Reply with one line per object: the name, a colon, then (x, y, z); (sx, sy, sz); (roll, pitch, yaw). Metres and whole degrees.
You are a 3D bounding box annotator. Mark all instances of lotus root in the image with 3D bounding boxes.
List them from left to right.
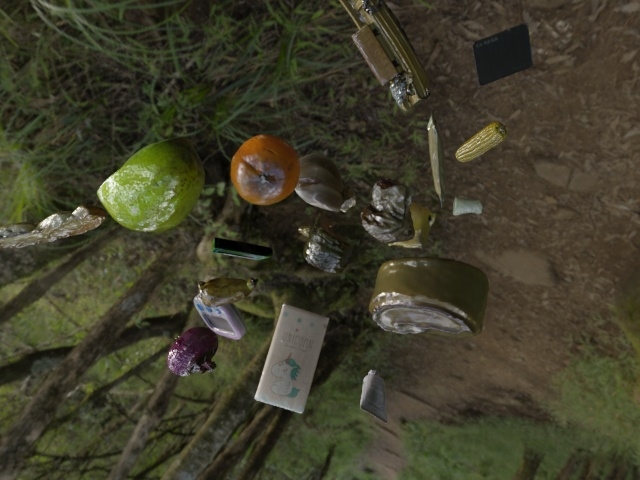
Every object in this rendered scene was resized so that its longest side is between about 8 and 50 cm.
lotus root: (-0.290, 0.161, 1.716); (0.108, 0.190, 0.095); (-110, 16, -67)

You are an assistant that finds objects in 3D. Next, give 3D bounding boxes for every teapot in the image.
teapot: (0.436, -0.103, 1.596); (0.083, 0.067, 0.057); (5, 133, 11)

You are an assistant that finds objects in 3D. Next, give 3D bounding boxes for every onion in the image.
onion: (-0.259, 0.234, 1.115); (0.104, 0.115, 0.115); (42, 165, 7)

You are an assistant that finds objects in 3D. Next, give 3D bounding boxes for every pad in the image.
pad: (0.458, -0.465, 1.351); (0.003, 0.157, 0.112); (-125, 14, -64)

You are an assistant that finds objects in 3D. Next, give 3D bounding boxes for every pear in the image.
pear: (-0.495, -0.190, 1.753); (0.318, 0.342, 0.239); (-35, 89, 42)

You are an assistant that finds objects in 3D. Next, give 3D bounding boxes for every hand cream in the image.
hand cream: (0.133, 0.386, 1.355); (0.084, 0.053, 0.142); (33, -149, -15)

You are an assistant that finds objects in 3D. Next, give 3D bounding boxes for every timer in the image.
timer: (-0.365, 0.271, 1.974); (0.208, 0.069, 0.191); (4, 129, 43)

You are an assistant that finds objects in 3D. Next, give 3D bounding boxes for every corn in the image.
corn: (0.576, -0.349, 1.938); (0.080, 0.080, 0.231); (39, 151, -7)

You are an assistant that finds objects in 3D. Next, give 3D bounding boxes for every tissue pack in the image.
tissue pack: (-0.093, 0.393, 1.806); (0.170, 0.326, 0.071); (17, 163, -3)

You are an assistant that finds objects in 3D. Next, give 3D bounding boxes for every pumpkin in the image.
pumpkin: (-0.005, -0.003, 1.842); (0.126, 0.131, 0.248); (7, -156, -38)

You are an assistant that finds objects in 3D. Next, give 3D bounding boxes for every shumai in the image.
shumai: (0.240, -0.091, 1.685); (0.218, 0.185, 0.184); (20, -151, -45)

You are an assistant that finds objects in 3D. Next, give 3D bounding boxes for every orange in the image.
orange: (-0.172, -0.218, 1.685); (0.224, 0.224, 0.170); (43, -168, -20)

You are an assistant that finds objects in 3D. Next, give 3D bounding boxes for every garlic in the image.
garlic: (0.001, -0.257, 2.304); (0.325, 0.132, 0.279); (29, -147, -28)

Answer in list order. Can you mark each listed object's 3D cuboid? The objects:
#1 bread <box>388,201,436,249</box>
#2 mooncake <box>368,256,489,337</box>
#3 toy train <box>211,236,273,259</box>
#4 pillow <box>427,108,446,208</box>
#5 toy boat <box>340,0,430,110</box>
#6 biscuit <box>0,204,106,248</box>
bread: (0.340, -0.057, 2.084); (0.170, 0.197, 0.197); (18, 159, 19)
mooncake: (0.380, 0.216, 1.940); (0.393, 0.246, 0.394); (20, 156, -14)
toy train: (-0.269, 0.035, 1.867); (0.209, 0.044, 0.042); (12, 146, -22)
pillow: (0.273, -0.190, 1.257); (0.033, 0.130, 0.218); (-5, 118, 15)
toy boat: (0.190, -0.620, 1.729); (0.446, 0.162, 0.136); (59, 156, -3)
biscuit: (-0.641, -0.031, 1.289); (0.154, 0.299, 0.045); (29, -132, -80)
